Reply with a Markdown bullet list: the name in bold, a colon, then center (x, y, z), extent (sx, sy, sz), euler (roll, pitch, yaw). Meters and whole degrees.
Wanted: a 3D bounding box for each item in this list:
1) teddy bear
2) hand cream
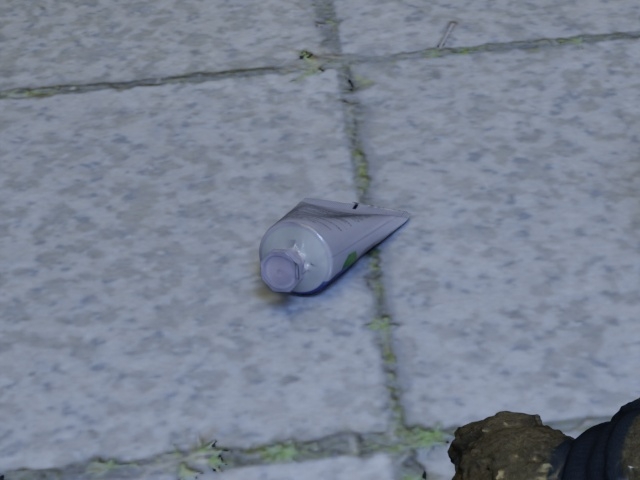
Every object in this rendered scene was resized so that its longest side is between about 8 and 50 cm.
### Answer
- **teddy bear**: center (0.176, 0.144, 0.903), extent (0.251, 0.129, 0.182), euler (10, 34, 20)
- **hand cream**: center (0.000, 0.000, 1.231), extent (0.084, 0.053, 0.142), euler (10, 21, 20)
